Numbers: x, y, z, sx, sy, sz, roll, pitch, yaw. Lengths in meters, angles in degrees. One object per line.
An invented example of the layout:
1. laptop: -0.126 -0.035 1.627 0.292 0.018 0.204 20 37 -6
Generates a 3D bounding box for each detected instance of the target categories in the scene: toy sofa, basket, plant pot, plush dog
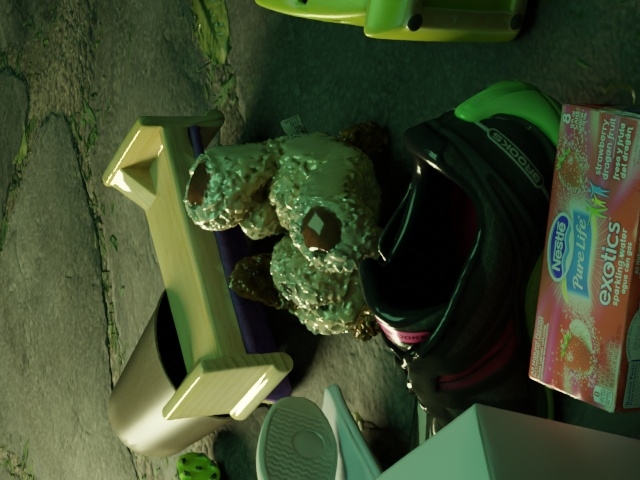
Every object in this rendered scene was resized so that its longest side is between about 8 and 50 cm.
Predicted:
1. toy sofa: -0.129 0.028 2.096 0.150 0.177 0.363 -51 49 51
2. basket: -0.180 0.179 2.219 0.227 0.154 0.204 -48 46 52
3. plant pot: 0.094 -0.313 1.716 0.207 0.227 0.228 32 117 46
4. plush dog: 0.000 0.000 1.927 0.262 0.210 0.225 19 125 37

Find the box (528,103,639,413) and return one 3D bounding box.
1. box: 0.280 0.012 1.506 0.122 0.128 0.257 21 108 56

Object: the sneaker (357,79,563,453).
1. sneaker: 0.121 0.077 1.664 0.185 0.202 0.483 34 129 51

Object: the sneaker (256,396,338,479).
1. sneaker: -0.037 0.312 1.924 0.151 0.094 0.256 116 153 -56

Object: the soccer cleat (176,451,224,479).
1. soccer cleat: -0.142 0.347 2.245 0.179 0.060 0.072 49 142 45

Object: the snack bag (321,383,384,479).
1. snack bag: 0.029 0.370 1.919 0.323 0.037 0.343 -122 39 -62

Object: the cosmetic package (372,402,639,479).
1. cosmetic package: 0.168 0.271 1.555 0.224 0.224 0.138 -41 45 40
